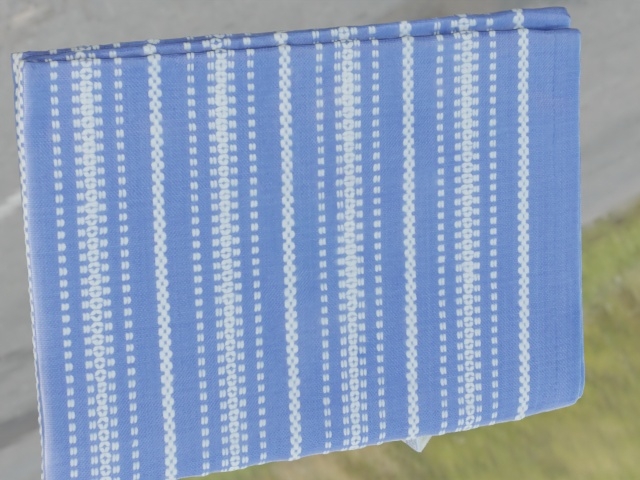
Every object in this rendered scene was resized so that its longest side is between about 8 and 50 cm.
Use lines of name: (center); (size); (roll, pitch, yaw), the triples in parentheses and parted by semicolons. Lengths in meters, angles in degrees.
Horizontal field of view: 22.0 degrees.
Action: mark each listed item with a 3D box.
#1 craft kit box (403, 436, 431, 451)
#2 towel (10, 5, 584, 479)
craft kit box: (0.014, 0.113, 1.664); (0.061, 0.247, 0.250); (-56, 171, -8)
towel: (0.000, 0.000, 0.917); (0.336, 0.243, 0.040); (-7, -168, -21)
